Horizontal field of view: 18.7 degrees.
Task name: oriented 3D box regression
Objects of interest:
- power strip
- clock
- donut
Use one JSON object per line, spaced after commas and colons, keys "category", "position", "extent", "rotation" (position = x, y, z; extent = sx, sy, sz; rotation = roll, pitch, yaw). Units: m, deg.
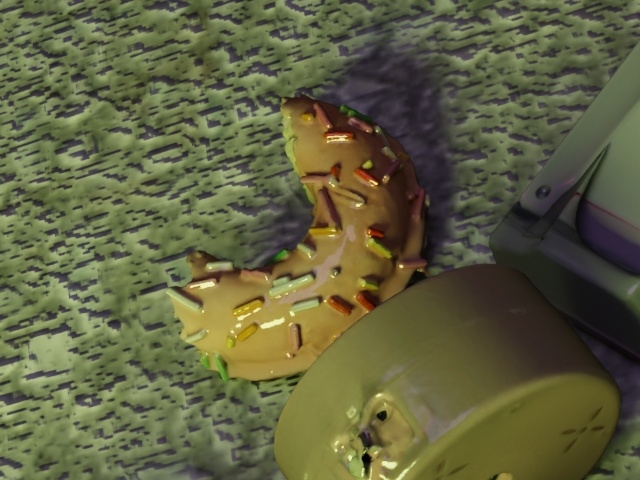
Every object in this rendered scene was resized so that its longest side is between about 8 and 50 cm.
{"category": "power strip", "position": [0.057, 0.087, 0.892], "extent": [0.154, 0.154, 0.078], "rotation": [-37, 59, 0]}
{"category": "clock", "position": [0.221, -0.012, 0.922], "extent": [0.253, 0.083, 0.186], "rotation": [31, 78, 32]}
{"category": "donut", "position": [0.000, 0.000, 1.015], "extent": [0.117, 0.065, 0.166], "rotation": [12, 70, 27]}
